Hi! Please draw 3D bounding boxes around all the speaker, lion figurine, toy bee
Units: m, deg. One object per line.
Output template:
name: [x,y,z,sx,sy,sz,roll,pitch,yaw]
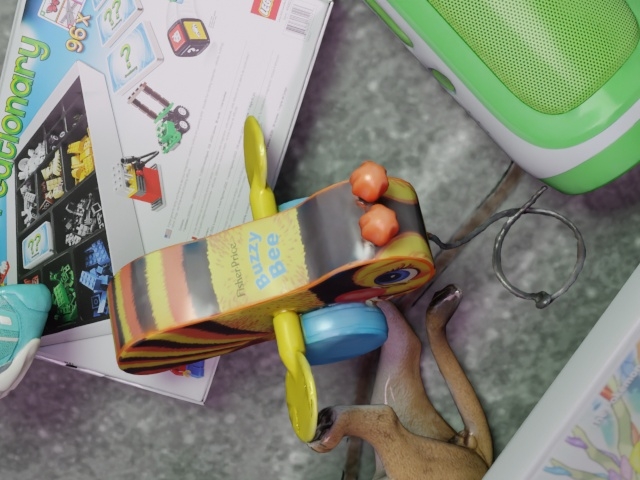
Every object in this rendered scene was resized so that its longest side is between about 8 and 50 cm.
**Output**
speaker: [0.093,-0.167,0.684,0.131,0.131,0.296,-42,103,14]
lion figurine: [0.017,0.227,0.818,0.392,0.142,0.240,-42,116,9]
toy bee: [0.000,0.000,0.678,0.298,0.162,0.195,-33,70,-4]

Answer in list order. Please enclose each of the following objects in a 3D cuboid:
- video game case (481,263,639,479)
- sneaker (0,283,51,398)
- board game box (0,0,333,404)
video game case: [0.264,0.171,0.775,0.300,0.036,0.329,22,112,-23]
sneaker: [-0.291,0.000,0.746,0.275,0.107,0.110,36,94,11]
board game box: [-0.127,-0.052,0.767,0.193,0.053,0.305,17,109,-6]
